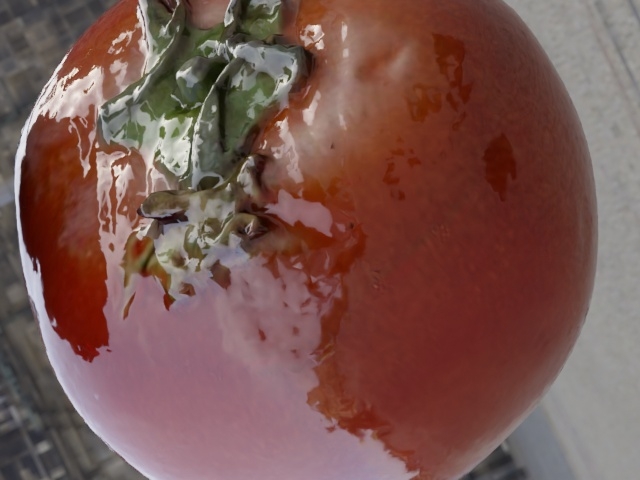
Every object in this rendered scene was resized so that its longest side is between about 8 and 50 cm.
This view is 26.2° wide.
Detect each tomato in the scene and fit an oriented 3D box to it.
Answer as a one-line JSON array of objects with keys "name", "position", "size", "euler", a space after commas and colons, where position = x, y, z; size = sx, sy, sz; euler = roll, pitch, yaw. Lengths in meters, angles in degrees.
[{"name": "tomato", "position": [0.000, 0.000, 0.759], "size": [0.321, 0.321, 0.321], "euler": [64, -178, -5]}]
